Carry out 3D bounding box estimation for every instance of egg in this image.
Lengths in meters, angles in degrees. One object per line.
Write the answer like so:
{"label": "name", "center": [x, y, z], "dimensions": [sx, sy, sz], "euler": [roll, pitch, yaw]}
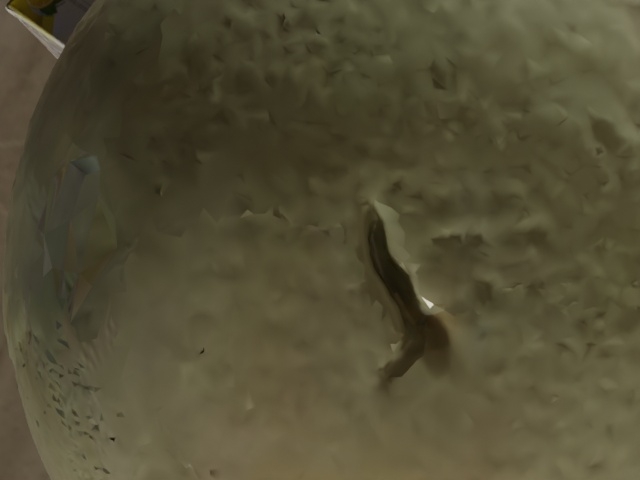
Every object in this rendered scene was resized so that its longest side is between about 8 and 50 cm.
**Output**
{"label": "egg", "center": [0.000, 0.000, 0.460], "dimensions": [0.201, 0.337, 0.337], "euler": [7, 115, -48]}

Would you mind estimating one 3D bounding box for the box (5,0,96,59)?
{"label": "box", "center": [-0.129, -0.145, 1.206], "dimensions": [0.097, 0.265, 0.168], "euler": [-51, 149, -6]}
